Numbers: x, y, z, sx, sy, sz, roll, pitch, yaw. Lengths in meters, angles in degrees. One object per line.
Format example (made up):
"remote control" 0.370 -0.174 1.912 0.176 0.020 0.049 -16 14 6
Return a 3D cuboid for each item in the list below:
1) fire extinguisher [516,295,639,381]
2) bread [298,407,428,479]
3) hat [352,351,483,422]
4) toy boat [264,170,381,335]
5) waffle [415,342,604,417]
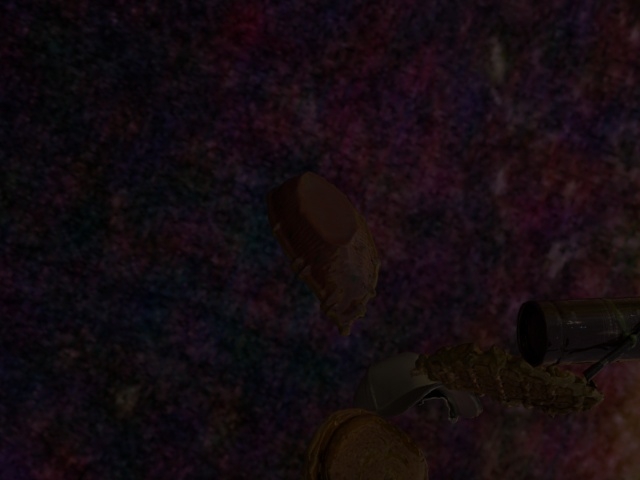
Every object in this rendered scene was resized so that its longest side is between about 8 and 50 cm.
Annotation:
"fire extinguisher" 0.459 0.136 1.577 0.341 0.142 0.105 -1 146 -15
"bread" 0.088 0.419 2.022 0.198 0.236 0.120 -57 -171 -23
"hat" 0.217 0.320 2.446 0.257 0.301 0.168 -1 76 -20
"toy boat" 0.001 -0.006 1.474 0.141 0.318 0.099 -2 125 -19
"waffle" 0.343 0.254 2.016 0.302 0.325 0.068 23 74 -26
